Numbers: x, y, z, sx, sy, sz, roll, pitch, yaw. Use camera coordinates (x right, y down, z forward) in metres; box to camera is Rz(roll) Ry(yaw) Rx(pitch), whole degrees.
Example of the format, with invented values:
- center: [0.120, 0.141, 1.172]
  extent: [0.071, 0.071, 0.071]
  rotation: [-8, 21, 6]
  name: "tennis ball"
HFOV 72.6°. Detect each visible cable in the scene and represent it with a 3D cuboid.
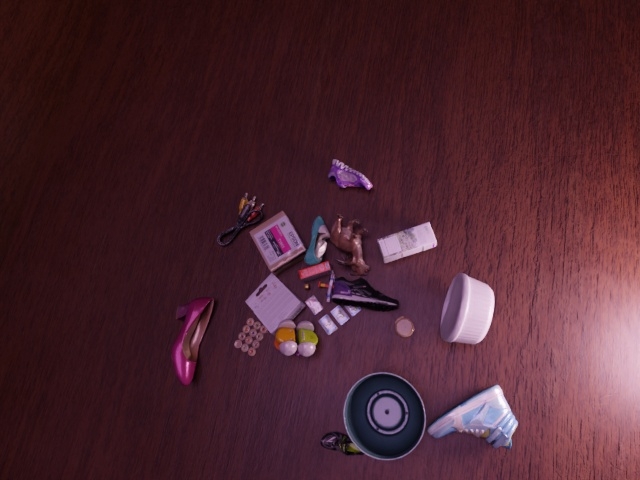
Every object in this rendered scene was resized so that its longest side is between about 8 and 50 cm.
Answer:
- center: [-0.379, -0.081, 2.113]
  extent: [0.139, 0.072, 0.287]
  rotation: [33, 95, 3]
  name: "cable"

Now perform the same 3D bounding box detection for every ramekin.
- center: [0.560, 0.268, 1.663]
  extent: [0.127, 0.273, 0.273]
  rotation: [14, 76, 4]
  name: "ramekin"

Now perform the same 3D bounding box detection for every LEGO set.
- center: [0.034, 0.257, 1.894]
  extent: [0.182, 0.060, 0.244]
  rotation: [-37, 68, -4]
  name: "LEGO set"

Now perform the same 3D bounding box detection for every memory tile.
- center: [-0.309, 0.429, 1.943]
  extent: [0.113, 0.012, 0.148]
  rotation: [25, 81, 19]
  name: "memory tile"

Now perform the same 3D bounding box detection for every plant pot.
- center: [0.245, 0.652, 1.643]
  extent: [0.293, 0.196, 0.293]
  rotation: [-4, 72, 12]
  name: "plant pot"

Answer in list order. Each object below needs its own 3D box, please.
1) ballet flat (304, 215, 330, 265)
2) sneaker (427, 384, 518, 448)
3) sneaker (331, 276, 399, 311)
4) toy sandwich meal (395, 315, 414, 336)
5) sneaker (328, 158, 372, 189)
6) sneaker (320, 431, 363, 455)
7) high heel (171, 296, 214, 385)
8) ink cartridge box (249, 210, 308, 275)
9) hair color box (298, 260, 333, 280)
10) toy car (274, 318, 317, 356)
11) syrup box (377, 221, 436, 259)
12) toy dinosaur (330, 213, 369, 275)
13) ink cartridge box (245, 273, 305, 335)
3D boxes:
- center: [0.000, 0.000, 1.947]
  extent: [0.087, 0.083, 0.247]
  rotation: [-5, 57, 35]
  name: "ballet flat"
- center: [0.570, 0.694, 1.592]
  extent: [0.319, 0.127, 0.208]
  rotation: [-31, 67, 3]
  name: "sneaker"
- center: [0.194, 0.215, 1.833]
  extent: [0.283, 0.107, 0.124]
  rotation: [10, 65, 3]
  name: "sneaker"
- center: [0.346, 0.359, 1.803]
  extent: [0.085, 0.029, 0.086]
  rotation: [-2, 75, 8]
  name: "toy sandwich meal"
- center: [0.131, -0.283, 2.026]
  extent: [0.236, 0.095, 0.105]
  rotation: [33, 89, 25]
  name: "sneaker"
- center: [0.091, 0.794, 1.698]
  extent: [0.188, 0.078, 0.067]
  rotation: [6, 74, 16]
  name: "sneaker"
- center: [-0.555, 0.437, 1.931]
  extent: [0.181, 0.127, 0.377]
  rotation: [-18, 66, 19]
  name: "high heel"
- center: [-0.189, 0.012, 2.005]
  extent: [0.193, 0.088, 0.235]
  rotation: [-34, 68, 3]
  name: "ink cartridge box"
- center: [-0.019, 0.139, 1.934]
  extent: [0.141, 0.072, 0.043]
  rotation: [-18, 69, 6]
  name: "hair color box"
- center: [-0.106, 0.427, 1.831]
  extent: [0.181, 0.136, 0.159]
  rotation: [6, 39, -13]
  name: "toy car"
- center: [0.370, 0.011, 1.868]
  extent: [0.236, 0.096, 0.093]
  rotation: [-19, 71, 7]
  name: "syrup box"
- center: [0.107, 0.010, 1.927]
  extent: [0.296, 0.127, 0.200]
  rotation: [51, 125, 37]
  name: "toy dinosaur"
- center: [-0.205, 0.284, 1.955]
  extent: [0.189, 0.066, 0.232]
  rotation: [-47, 48, -4]
  name: "ink cartridge box"
